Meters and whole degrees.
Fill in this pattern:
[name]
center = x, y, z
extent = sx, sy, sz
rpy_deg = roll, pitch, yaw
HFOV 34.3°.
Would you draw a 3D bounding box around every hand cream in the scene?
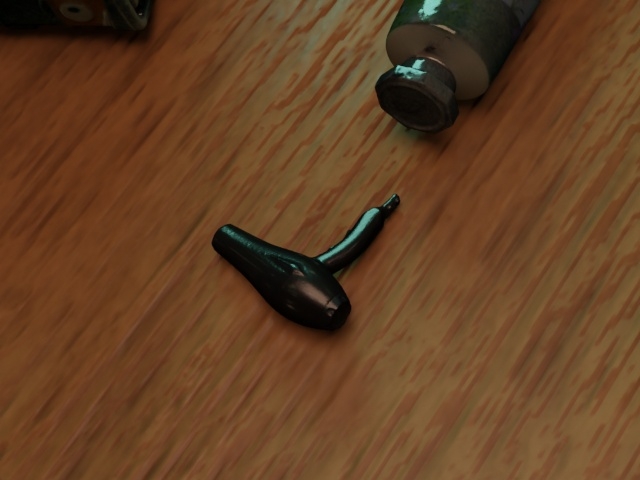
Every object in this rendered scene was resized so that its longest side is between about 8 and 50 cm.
[hand cream]
center = 0.098, -0.164, 0.540
extent = 0.088, 0.055, 0.256
rpy_deg = 23, 65, 14

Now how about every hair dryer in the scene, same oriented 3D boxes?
[hair dryer]
center = 0.000, 0.000, 0.495
extent = 0.083, 0.031, 0.079
rpy_deg = -40, 55, -24

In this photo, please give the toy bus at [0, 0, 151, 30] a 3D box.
[toy bus]
center = -0.150, -0.258, 0.574
extent = 0.167, 0.138, 0.275
rpy_deg = 2, 64, 12
